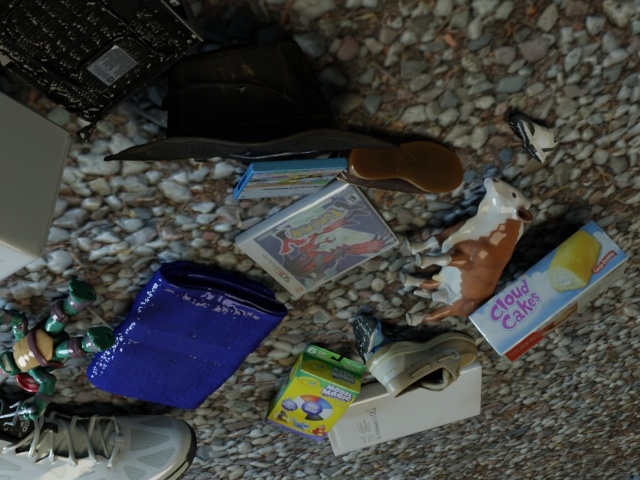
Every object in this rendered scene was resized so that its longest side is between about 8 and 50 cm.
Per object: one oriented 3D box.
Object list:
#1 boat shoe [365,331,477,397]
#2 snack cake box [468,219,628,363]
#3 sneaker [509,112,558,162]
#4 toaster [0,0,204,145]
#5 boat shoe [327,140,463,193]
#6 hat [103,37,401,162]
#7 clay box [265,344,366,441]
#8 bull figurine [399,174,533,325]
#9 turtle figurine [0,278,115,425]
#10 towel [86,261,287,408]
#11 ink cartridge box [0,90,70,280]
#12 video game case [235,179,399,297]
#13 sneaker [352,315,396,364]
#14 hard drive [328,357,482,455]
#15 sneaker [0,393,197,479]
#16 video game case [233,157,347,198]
[{"bbox_3d":[0.217,0.249,1.355,0.302,0.098,0.109,4,133,-46],"label":"boat shoe"},{"bbox_3d":[0.398,0.096,1.217,0.264,0.089,0.152,-40,157,6],"label":"snack cake box"},{"bbox_3d":[0.311,-0.158,1.013,0.044,0.040,0.109,-46,138,7],"label":"sneaker"},{"bbox_3d":[-0.234,-0.219,0.683,0.186,0.110,0.168,-33,138,17],"label":"toaster"},{"bbox_3d":[0.105,-0.103,0.977,0.207,0.073,0.073,7,172,-32],"label":"boat shoe"},{"bbox_3d":[-0.076,-0.156,0.780,0.331,0.331,0.133,-5,94,-14],"label":"hat"},{"bbox_3d":[-0.010,0.303,1.373,0.127,0.053,0.222,23,130,-9],"label":"clay box"},{"bbox_3d":[0.235,0.031,1.147,0.189,0.101,0.310,-9,139,-6],"label":"bull figurine"},{"bbox_3d":[-0.430,0.163,1.052,0.234,0.118,0.175,-31,98,13],"label":"turtle figurine"},{"bbox_3d":[-0.227,0.160,1.155,0.228,0.076,0.308,22,127,-28],"label":"towel"},{"bbox_3d":[-0.486,-0.039,0.689,0.385,0.160,0.279,-23,142,32],"label":"ink cartridge box"},{"bbox_3d":[0.000,0.000,1.086,0.201,0.023,0.183,-29,139,13],"label":"video game case"},{"bbox_3d":[0.105,0.181,1.313,0.073,0.063,0.162,-24,149,-9],"label":"sneaker"},{"bbox_3d":[0.183,0.372,1.557,0.353,0.047,0.233,-15,140,-2],"label":"hard drive"},{"bbox_3d":[-0.455,0.368,1.227,0.448,0.169,0.257,-10,141,-5],"label":"sneaker"},{"bbox_3d":[-0.045,-0.080,0.914,0.119,0.015,0.166,-4,174,-15],"label":"video game case"}]
